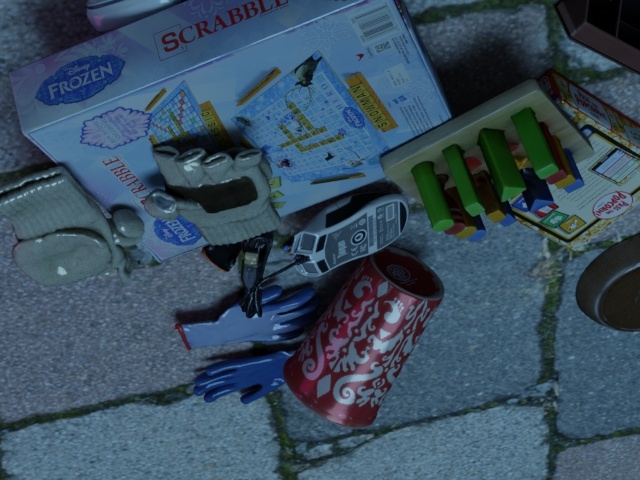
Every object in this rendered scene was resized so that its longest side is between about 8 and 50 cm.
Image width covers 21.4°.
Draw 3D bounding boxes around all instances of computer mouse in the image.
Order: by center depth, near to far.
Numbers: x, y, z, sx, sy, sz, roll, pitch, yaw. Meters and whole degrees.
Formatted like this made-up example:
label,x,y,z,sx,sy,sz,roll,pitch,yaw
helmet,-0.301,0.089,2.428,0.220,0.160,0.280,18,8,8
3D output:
label,x,y,z,sx,sy,sz,roll,pitch,yaw
computer mouse,0.000,0.000,1.672,0.193,0.042,0.106,-24,137,-22

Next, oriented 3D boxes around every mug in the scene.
label,x,y,z,sx,sy,sz,roll,pitch,yaw
mug,0.050,0.088,1.780,0.113,0.150,0.169,27,116,-8

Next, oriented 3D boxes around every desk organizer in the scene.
label,x,y,z,sx,sy,sz,roll,pitch,yaw
desk organizer,0.281,-0.194,1.549,0.130,0.047,0.050,20,128,-35

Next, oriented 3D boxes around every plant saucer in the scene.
label,x,y,z,sx,sy,sz,roll,pitch,yaw
plant saucer,0.370,0.051,1.884,0.168,0.029,0.168,-9,140,-8

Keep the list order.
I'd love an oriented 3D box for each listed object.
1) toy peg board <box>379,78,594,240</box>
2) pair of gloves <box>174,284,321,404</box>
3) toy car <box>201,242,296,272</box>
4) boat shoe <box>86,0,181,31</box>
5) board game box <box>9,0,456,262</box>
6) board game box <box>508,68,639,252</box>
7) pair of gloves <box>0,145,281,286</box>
label,x,y,z,sx,sy,sz,roll,pitch,yaw
toy peg board,0.166,-0.052,1.561,0.161,0.079,0.160,-27,151,17
pair of gloves,-0.070,0.115,1.832,0.159,0.023,0.198,-14,144,-2
toy car,-0.068,0.017,1.692,0.122,0.060,0.040,22,158,-29
boat shoe,-0.101,-0.247,1.361,0.226,0.083,0.076,-24,111,15
board game box,-0.058,-0.112,1.469,0.318,0.066,0.318,-20,156,7
board game box,0.242,-0.074,1.681,0.193,0.045,0.147,26,126,-38
pair of gloves,-0.155,-0.018,1.476,0.240,0.042,0.204,-13,156,-3
